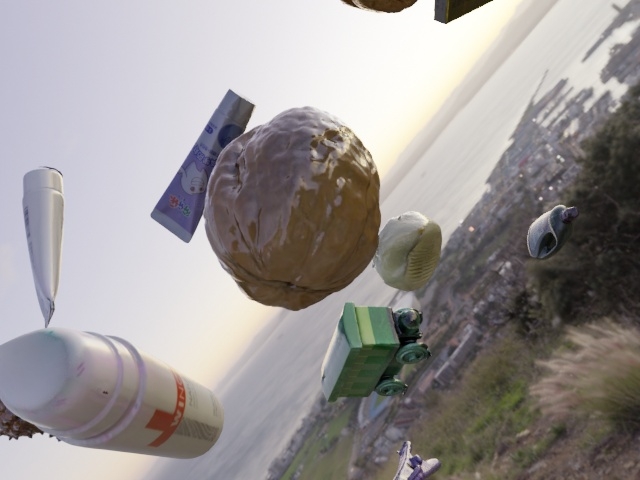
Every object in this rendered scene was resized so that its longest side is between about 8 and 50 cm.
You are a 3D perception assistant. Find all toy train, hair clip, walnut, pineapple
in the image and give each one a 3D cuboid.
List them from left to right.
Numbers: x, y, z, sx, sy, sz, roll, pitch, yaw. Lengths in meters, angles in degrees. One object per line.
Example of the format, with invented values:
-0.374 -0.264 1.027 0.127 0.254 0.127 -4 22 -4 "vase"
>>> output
-0.561 0.335 1.089 0.310 0.170 0.141 -8 -11 23 "pineapple"
-0.022 -0.034 0.458 0.155 0.155 0.184 -51 26 46 "walnut"
0.115 0.253 1.156 0.300 0.203 0.120 105 163 -48 "toy train"
0.167 0.482 1.020 0.278 0.090 0.137 -17 -46 -65 "hair clip"

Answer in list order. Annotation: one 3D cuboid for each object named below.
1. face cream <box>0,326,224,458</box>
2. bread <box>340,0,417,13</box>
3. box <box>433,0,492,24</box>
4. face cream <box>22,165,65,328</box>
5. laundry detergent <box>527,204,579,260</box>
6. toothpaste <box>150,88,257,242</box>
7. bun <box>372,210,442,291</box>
-0.193 0.168 0.543 0.102 0.102 0.345 -51 -20 -16 "face cream"
0.047 -0.209 0.387 0.083 0.046 0.081 -39 -38 -9 "bread"
0.210 -0.413 0.710 0.121 0.030 0.193 -33 -40 -22 "box"
-0.406 0.004 0.768 0.058 0.243 0.092 0 -27 -32 "face cream"
0.704 -0.029 1.559 0.221 0.078 0.144 108 173 -70 "laundry detergent"
-0.270 -0.175 1.225 0.371 0.125 0.080 -57 -9 15 "toothpaste"
0.230 0.027 1.422 0.229 0.145 0.229 -29 -50 -42 "bun"
